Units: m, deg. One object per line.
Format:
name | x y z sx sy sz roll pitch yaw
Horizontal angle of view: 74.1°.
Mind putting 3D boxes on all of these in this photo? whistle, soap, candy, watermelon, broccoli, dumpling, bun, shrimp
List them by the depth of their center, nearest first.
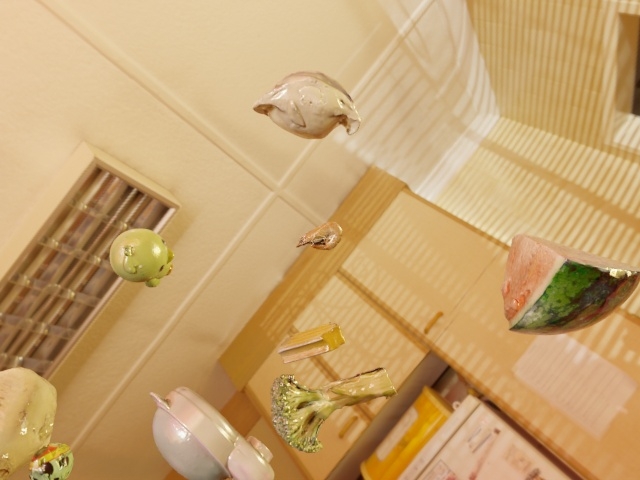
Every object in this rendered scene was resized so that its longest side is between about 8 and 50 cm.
shrimp | 0.000 0.000 0.937 0.108 0.023 0.059 -30 -84 -1
watermelon | 0.540 0.121 0.946 0.292 0.319 0.222 18 -79 -8
candy | -0.600 0.628 0.989 0.091 0.306 0.083 -22 -9 5
whistle | -0.426 0.049 1.095 0.141 0.141 0.294 -51 -15 0
bun | -0.904 0.530 1.151 0.326 0.362 0.235 -4 -58 -3
broccoli | 0.035 0.464 1.237 0.361 0.221 0.252 -2 -53 -7
dumpling | -0.038 -0.405 1.283 0.318 0.243 0.187 9 -83 -8
soap | -0.024 0.396 1.668 0.257 0.080 0.160 -21 5 23

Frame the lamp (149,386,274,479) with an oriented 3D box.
lamp | -0.193 0.351 0.719 0.108 0.246 0.179 -53 -11 -31
